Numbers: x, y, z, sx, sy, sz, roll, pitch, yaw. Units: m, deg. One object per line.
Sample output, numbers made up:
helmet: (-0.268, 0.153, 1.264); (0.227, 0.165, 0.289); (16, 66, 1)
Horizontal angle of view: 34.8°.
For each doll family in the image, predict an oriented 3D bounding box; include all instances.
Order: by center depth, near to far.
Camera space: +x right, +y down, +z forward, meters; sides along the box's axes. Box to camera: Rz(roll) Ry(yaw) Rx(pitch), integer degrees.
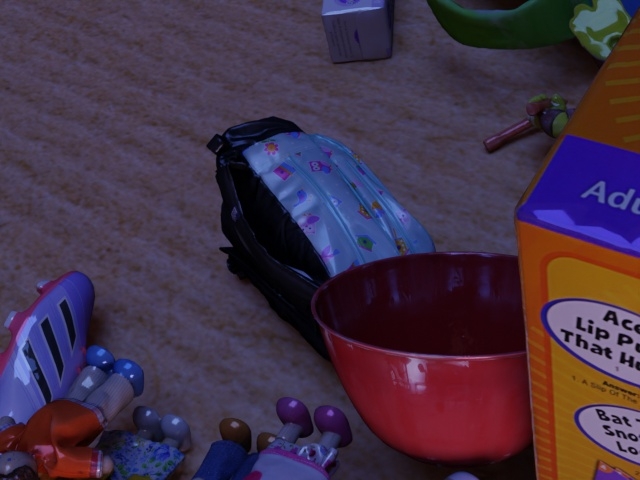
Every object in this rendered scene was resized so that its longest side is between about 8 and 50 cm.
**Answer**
doll family: (-0.104, 0.182, 0.675); (0.263, 0.118, 0.163); (9, 36, 24)

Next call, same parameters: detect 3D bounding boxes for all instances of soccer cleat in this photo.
soccer cleat: (-0.220, 0.134, 0.775); (0.095, 0.083, 0.248); (23, 53, 1)

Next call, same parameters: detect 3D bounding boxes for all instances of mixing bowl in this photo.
mixing bowl: (0.087, 0.080, 0.650); (0.181, 0.098, 0.181); (-3, 19, 1)

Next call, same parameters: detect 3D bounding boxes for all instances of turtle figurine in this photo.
turtle figurine: (0.247, -0.113, 0.786); (0.269, 0.217, 0.087); (-6, 68, 17)

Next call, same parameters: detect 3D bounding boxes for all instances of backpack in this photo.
backpack: (0.000, 0.000, 0.782); (0.115, 0.152, 0.182); (-31, 56, -17)

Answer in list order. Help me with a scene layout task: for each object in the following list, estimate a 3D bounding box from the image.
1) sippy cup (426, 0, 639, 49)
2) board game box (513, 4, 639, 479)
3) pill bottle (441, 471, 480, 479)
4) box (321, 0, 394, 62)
sippy cup: (0.232, -0.317, 0.944); (0.305, 0.240, 0.224); (-17, 34, -31)
board game box: (0.343, 0.030, 0.517); (0.356, 0.356, 0.356); (20, 58, 28)
pill bottle: (0.037, 0.229, 0.593); (0.186, 0.112, 0.112); (-31, 50, -12)
box: (0.048, -0.320, 1.085); (0.063, 0.067, 0.324); (-4, 49, 12)
